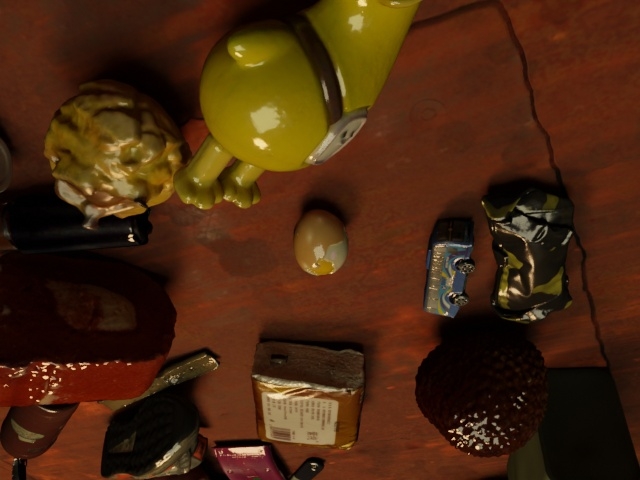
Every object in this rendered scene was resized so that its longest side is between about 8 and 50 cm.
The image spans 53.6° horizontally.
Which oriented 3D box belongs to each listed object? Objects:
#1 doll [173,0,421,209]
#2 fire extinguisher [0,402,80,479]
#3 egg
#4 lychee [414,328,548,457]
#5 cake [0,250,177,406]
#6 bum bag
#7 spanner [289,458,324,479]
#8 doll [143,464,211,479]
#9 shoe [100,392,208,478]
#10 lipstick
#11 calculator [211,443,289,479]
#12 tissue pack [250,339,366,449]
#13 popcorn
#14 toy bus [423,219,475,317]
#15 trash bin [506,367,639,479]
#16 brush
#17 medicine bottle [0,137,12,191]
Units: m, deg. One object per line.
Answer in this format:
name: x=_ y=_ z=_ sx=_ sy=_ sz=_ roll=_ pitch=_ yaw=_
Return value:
doll: x=-0.002 y=-0.168 z=0.566 sx=0.199 sy=0.145 sz=0.363 roll=-7 pitch=147 yaw=-53
fire extinguisher: x=-0.524 y=0.349 z=1.163 sx=0.102 sy=0.138 sz=0.344 roll=7 pitch=141 yaw=-34
egg: x=0.000 y=0.000 z=0.778 sx=0.071 sy=0.071 sz=0.083 roll=1 pitch=136 yaw=5
lychee: x=0.233 y=0.219 z=0.918 sx=0.194 sy=0.195 sz=0.194 roll=3 pitch=138 yaw=3
cake: x=-0.340 y=0.116 z=0.847 sx=0.282 sy=0.177 sz=0.151 roll=3 pitch=145 yaw=-29
bum bag: x=0.259 y=0.026 z=0.789 sx=0.106 sy=0.060 sz=0.233 roll=-1 pitch=136 yaw=20
spanner: x=-0.069 y=0.559 z=1.435 sx=0.087 sy=0.024 sz=0.316 roll=22 pitch=135 yaw=-8
doll: x=-0.289 y=0.572 z=1.376 sx=0.196 sy=0.152 sz=0.256 roll=-25 pitch=126 yaw=12
shoe: x=-0.275 y=0.381 z=1.176 sx=0.171 sy=0.132 sz=0.336 roll=19 pitch=146 yaw=-33
lipstick: x=-0.415 y=-0.017 z=0.797 sx=0.418 sy=0.077 sz=0.077 roll=-3 pitch=137 yaw=11
calculator: x=-0.143 y=0.487 z=1.345 sx=0.126 sy=0.034 sz=0.191 roll=-8 pitch=132 yaw=11
tissue pack: x=-0.020 y=0.264 z=1.054 sx=0.183 sy=0.092 sz=0.226 roll=4 pitch=137 yaw=1
popcorn: x=-0.208 y=-0.089 z=0.651 sx=0.148 sy=0.152 sz=0.167 roll=6 pitch=162 yaw=0
toy bus: x=0.166 y=0.038 z=0.820 sx=0.061 sy=0.051 sz=0.153 roll=5 pitch=138 yaw=9
trash bin: x=0.410 y=0.394 z=1.062 sx=0.158 sy=0.223 sz=0.344 roll=-4 pitch=135 yaw=10
brush: x=-0.282 y=0.238 z=1.097 sx=0.247 sy=0.036 sz=0.043 roll=-26 pitch=134 yaw=21
medicine bottle: x=-0.489 y=-0.080 z=0.721 sx=0.259 sy=0.095 sz=0.095 roll=-1 pitch=137 yaw=10
